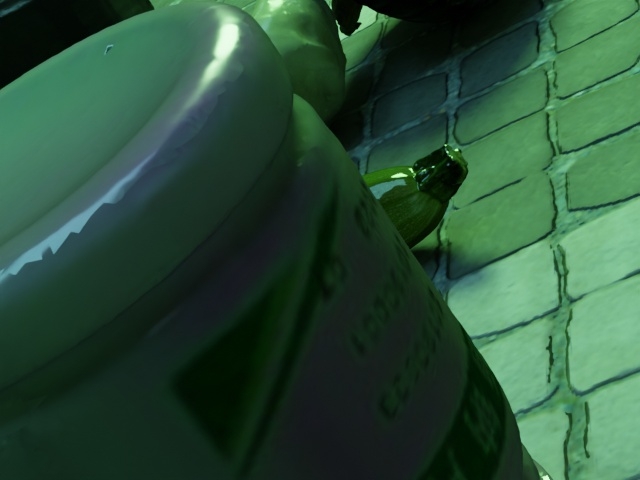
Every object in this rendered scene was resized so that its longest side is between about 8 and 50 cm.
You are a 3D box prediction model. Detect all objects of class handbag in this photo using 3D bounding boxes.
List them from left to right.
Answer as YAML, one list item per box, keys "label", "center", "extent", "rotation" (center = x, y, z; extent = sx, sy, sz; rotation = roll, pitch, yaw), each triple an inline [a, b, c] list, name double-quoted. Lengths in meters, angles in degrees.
- label: "handbag"
  center: [-0.298, -0.214, 1.641]
  extent: [0.254, 0.181, 0.181]
  rotation: [-26, 25, 14]

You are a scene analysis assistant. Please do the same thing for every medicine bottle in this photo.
- label: "medicine bottle"
  center: [-0.029, 0.091, 0.592]
  extent: [0.212, 0.325, 0.212]
  rotation: [-28, 24, 14]

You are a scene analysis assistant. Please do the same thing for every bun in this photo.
- label: "bun"
  center: [-0.030, -0.130, 1.253]
  extent: [0.183, 0.102, 0.183]
  rotation: [-157, 90, -82]

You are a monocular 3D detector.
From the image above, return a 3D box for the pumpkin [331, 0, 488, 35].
- label: "pumpkin"
  center: [0.058, -0.280, 1.276]
  extent: [0.216, 0.249, 0.250]
  rotation: [-69, 22, 12]

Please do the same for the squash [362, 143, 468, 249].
- label: "squash"
  center: [0.000, 0.000, 1.024]
  extent: [0.252, 0.066, 0.066]
  rotation: [-20, 28, 28]
